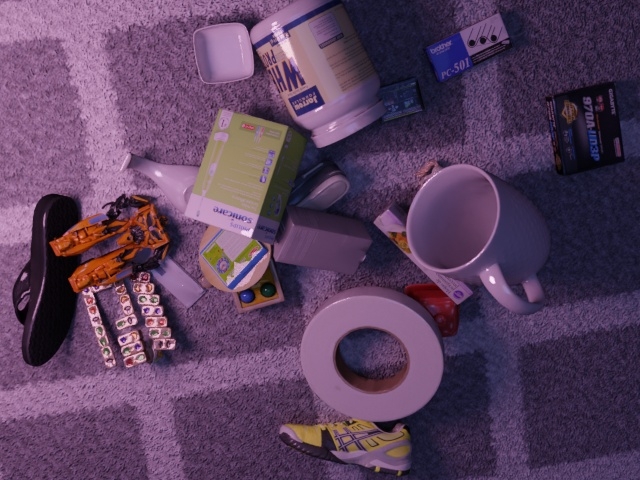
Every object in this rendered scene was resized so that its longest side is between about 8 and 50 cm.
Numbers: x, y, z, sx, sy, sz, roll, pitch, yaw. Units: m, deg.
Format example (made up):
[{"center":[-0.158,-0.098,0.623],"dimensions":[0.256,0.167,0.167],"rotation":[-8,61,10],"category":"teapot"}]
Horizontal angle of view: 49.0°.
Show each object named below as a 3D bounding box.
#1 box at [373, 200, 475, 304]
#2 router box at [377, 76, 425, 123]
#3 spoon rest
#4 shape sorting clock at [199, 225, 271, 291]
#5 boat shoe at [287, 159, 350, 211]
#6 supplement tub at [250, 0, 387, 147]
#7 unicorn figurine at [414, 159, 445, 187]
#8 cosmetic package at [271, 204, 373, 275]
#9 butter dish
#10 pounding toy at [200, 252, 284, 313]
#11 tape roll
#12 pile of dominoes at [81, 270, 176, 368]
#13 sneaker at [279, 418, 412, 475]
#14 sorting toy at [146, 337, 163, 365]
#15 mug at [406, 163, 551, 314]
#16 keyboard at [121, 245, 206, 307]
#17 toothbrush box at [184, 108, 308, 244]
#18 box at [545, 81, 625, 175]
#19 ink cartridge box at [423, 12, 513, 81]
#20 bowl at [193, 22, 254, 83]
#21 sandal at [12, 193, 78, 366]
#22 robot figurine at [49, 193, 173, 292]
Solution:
[{"center":[0.281,0.033,1.881],"dimensions":[0.324,0.067,0.063],"rotation":[44,124,-5],"category":"box"},{"center":[0.203,-0.366,1.830],"dimensions":[0.123,0.038,0.092],"rotation":[-16,103,-1],"category":"router box"},{"center":[-0.380,-0.153,1.815],"dimensions":[0.277,0.084,0.137],"rotation":[26,100,-24],"category":"spoon rest"},{"center":[-0.220,0.030,1.805],"dimensions":[0.206,0.040,0.206],"rotation":[-5,78,23],"category":"shape sorting clock"},{"center":[-0.075,-0.100,1.851],"dimensions":[0.320,0.116,0.099],"rotation":[-32,59,10],"category":"boat shoe"},{"center":[0.001,-0.413,1.700],"dimensions":[0.236,0.235,0.324],"rotation":[-29,103,1],"category":"supplement tub"},{"center":[0.340,-0.153,1.879],"dimensions":[0.162,0.060,0.111],"rotation":[39,101,-15],"category":"unicorn figurine"},{"center":[0.000,0.000,1.814],"dimensions":[0.238,0.107,0.127],"rotation":[11,122,-29],"category":"cosmetic package"},{"center":[0.316,0.205,1.927],"dimensions":[0.160,0.118,0.160],"rotation":[-1,102,-6],"category":"butter dish"},{"center":[-0.219,0.096,1.866],"dimensions":[0.206,0.094,0.180],"rotation":[-16,103,-2],"category":"pounding toy"},{"center":[0.139,0.311,1.903],"dimensions":[0.393,0.072,0.391],"rotation":[4,111,10],"category":"tape roll"},{"center":[-0.509,0.205,1.850],"dimensions":[0.196,0.040,0.251],"rotation":[-21,84,-1],"category":"pile of dominoes"},{"center":[0.073,0.560,1.994],"dimensions":[0.385,0.145,0.147],"rotation":[14,76,-8],"category":"sneaker"},{"center":[-0.450,0.302,1.900],"dimensions":[0.045,0.075,0.083],"rotation":[11,102,-7],"category":"sorting toy"},{"center":[0.440,0.022,1.762],"dimensions":[0.328,0.374,0.276],"rotation":[19,131,-41],"category":"mug"},{"center":[-0.423,0.074,1.886],"dimensions":[0.072,0.014,0.256],"rotation":[-43,102,10],"category":"keyboard"},{"center":[-0.183,-0.157,1.732],"dimensions":[0.206,0.122,0.283],"rotation":[18,88,25],"category":"toothbrush box"},{"center":[0.710,-0.299,1.885],"dimensions":[0.175,0.051,0.220],"rotation":[-13,103,-2],"category":"box"},{"center":[0.380,-0.496,1.814],"dimensions":[0.207,0.046,0.097],"rotation":[-26,103,1],"category":"ink cartridge box"},{"center":[-0.241,-0.468,1.760],"dimensions":[0.142,0.053,0.141],"rotation":[-9,103,-2],"category":"bowl"},{"center":[-0.712,0.098,1.810],"dimensions":[0.107,0.167,0.445],"rotation":[10,95,18],"category":"sandal"},{"center":[-0.514,0.006,1.780],"dimensions":[0.291,0.085,0.211],"rotation":[-29,104,-24],"category":"robot figurine"}]
